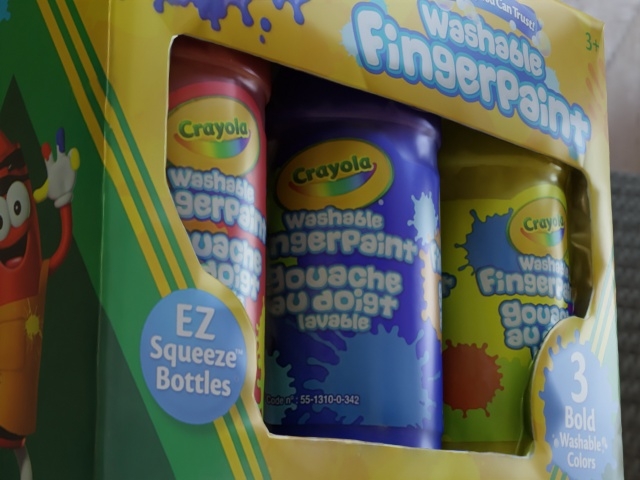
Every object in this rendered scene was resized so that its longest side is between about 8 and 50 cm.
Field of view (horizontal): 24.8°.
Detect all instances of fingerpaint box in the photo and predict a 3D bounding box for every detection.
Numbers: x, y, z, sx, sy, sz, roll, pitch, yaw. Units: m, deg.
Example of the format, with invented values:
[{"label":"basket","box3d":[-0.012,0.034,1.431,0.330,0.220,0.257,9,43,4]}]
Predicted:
[{"label":"fingerpaint box","box3d":[0.000,0.000,0.874,0.445,0.163,0.371,14,71,-45]}]
